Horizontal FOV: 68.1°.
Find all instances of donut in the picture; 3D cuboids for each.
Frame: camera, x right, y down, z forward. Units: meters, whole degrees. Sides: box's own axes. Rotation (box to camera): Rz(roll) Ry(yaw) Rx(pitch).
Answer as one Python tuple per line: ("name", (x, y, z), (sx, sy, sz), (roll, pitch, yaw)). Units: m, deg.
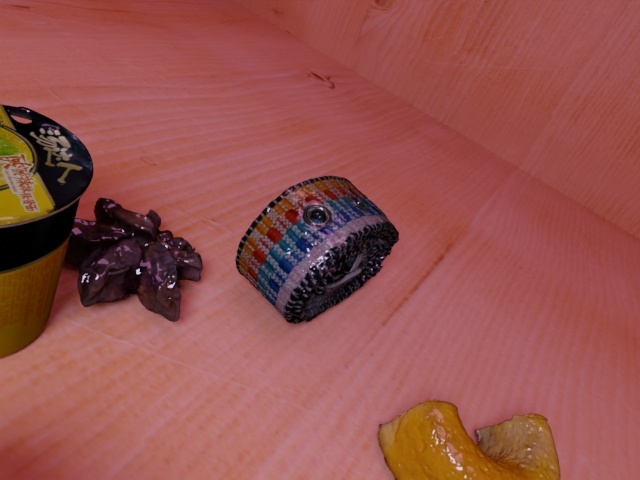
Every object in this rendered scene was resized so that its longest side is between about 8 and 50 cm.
("donut", (0.215, 0.300, 0.608), (0.259, 0.101, 0.152), (14, 40, -24))

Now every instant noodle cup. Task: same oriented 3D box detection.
("instant noodle cup", (-0.363, 0.002, 0.494), (0.215, 0.236, 0.216), (17, 33, -12))

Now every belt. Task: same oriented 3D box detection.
("belt", (0.000, 0.000, 0.770), (0.160, 0.207, 0.295), (41, 34, 19))

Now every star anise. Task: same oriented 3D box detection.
("star anise", (-0.276, 0.012, 0.670), (0.220, 0.099, 0.214), (21, 24, -7))
